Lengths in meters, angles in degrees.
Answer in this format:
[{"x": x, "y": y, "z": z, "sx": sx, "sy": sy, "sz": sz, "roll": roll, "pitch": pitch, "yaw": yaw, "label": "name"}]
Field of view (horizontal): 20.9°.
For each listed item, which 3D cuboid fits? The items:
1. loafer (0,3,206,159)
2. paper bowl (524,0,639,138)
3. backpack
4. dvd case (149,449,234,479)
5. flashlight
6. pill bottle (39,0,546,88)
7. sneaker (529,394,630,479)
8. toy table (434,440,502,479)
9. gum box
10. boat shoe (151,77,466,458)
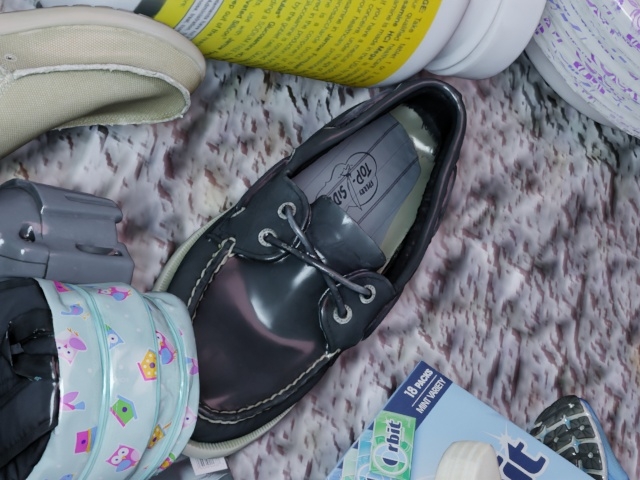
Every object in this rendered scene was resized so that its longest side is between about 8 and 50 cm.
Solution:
[{"x": -0.198, "y": -0.086, "z": 1.056, "sx": 0.268, "sy": 0.102, "sz": 0.092, "roll": -1, "pitch": 72, "yaw": -23, "label": "loafer"}, {"x": 0.267, "y": -0.202, "z": 1.404, "sx": 0.284, "sy": 0.148, "sz": 0.284, "roll": 16, "pitch": 58, "yaw": -27, "label": "paper bowl"}, {"x": -0.147, "y": 0.086, "z": 0.935, "sx": 0.115, "sy": 0.182, "sz": 0.152, "roll": -2, "pitch": 66, "yaw": -35, "label": "backpack"}, {"x": -0.078, "y": 0.185, "z": 1.042, "sx": 0.087, "sy": 0.013, "sz": 0.119, "roll": -8, "pitch": 71, "yaw": -38, "label": "dvd case"}, {"x": -0.264, "y": -0.011, "z": 0.972, "sx": 0.304, "sy": 0.103, "sz": 0.103, "roll": 8, "pitch": 57, "yaw": -37, "label": "flashlight"}, {"x": -0.014, "y": -0.207, "z": 1.185, "sx": 0.334, "sy": 0.188, "sz": 0.188, "roll": 9, "pitch": 61, "yaw": -31, "label": "pill bottle"}, {"x": 0.196, "y": 0.187, "z": 1.213, "sx": 0.073, "sy": 0.063, "sz": 0.162, "roll": 1, "pitch": 69, "yaw": -54, "label": "sneaker"}, {"x": 0.070, "y": 0.256, "z": 0.955, "sx": 0.161, "sy": 0.274, "sz": 0.252, "roll": -41, "pitch": 136, "yaw": -49, "label": "toy table"}, {"x": 0.097, "y": 0.184, "z": 1.110, "sx": 0.184, "sy": 0.041, "sz": 0.157, "roll": 34, "pitch": 49, "yaw": 10, "label": "gum box"}, {"x": 0.003, "y": 0.003, "z": 1.130, "sx": 0.127, "sy": 0.113, "sz": 0.340, "roll": 48, "pitch": 48, "yaw": -2, "label": "boat shoe"}]
